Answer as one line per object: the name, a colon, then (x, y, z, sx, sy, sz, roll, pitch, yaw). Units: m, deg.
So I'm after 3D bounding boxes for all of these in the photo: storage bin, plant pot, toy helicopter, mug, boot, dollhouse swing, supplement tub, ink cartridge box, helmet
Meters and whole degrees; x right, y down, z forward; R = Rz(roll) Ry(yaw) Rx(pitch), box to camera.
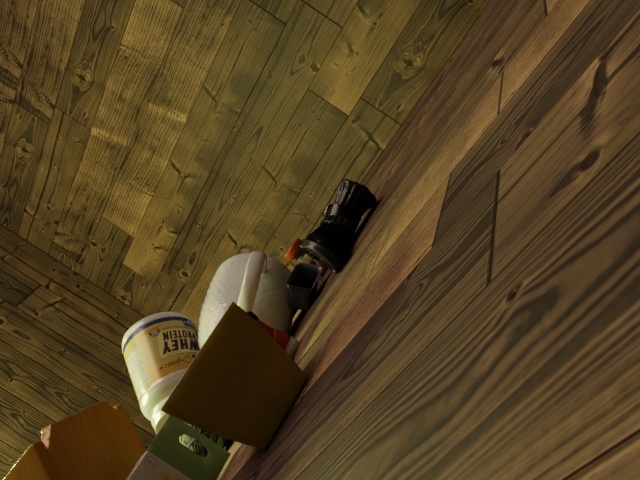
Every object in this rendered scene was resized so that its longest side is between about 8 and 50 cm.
storage bin: (-0.042, 0.142, 1.822, 0.135, 0.098, 0.091, -62, -22, -57)
plant pot: (-0.149, 0.264, 1.114, 0.212, 0.187, 0.212, -57, 3, -20)
toy helicopter: (0.000, 0.000, 2.171, 0.235, 0.140, 0.355, -55, 0, 1)
mug: (-0.214, 0.202, 1.794, 0.328, 0.276, 0.374, -78, 2, -55)
boot: (0.057, -0.052, 1.750, 0.260, 0.131, 0.348, -57, 2, 0)
dollhouse swing: (-0.558, 0.564, 1.276, 0.305, 0.315, 0.347, -29, -6, 7)
supplement tub: (-0.436, 0.392, 1.802, 0.228, 0.316, 0.228, -21, -37, -17)
ink cartridge box: (-0.299, 0.491, 1.274, 0.056, 0.171, 0.235, -49, 7, 45)
helmet: (-0.298, 0.475, 1.581, 0.169, 0.169, 0.161, -57, -13, -1)
boot: (-0.152, 0.253, 1.428, 0.088, 0.176, 0.244, -54, 5, 14)

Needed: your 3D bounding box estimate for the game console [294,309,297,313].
game console: (-0.150, 0.309, 2.146, 0.361, 0.044, 0.213, -57, 3, -16)
